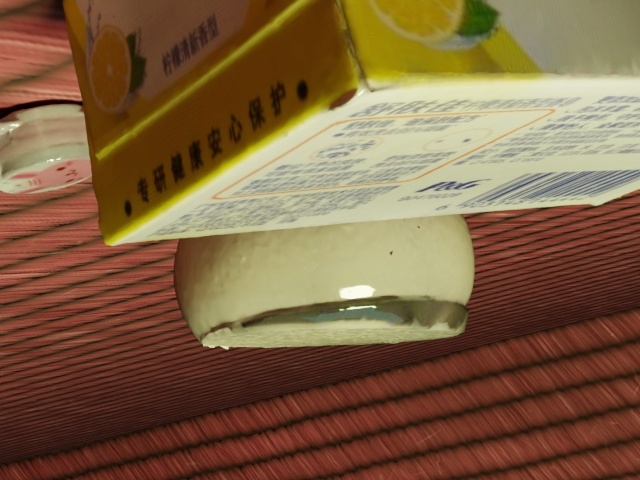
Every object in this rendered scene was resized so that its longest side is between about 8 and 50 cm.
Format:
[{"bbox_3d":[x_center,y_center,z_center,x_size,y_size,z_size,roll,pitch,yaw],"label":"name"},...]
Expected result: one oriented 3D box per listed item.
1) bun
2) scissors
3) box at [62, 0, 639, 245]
[{"bbox_3d":[0.000,0.000,0.726,0.173,0.120,0.173,-4,171,-1],"label":"bun"},{"bbox_3d":[-0.124,-0.043,0.588,0.242,0.030,0.118,-10,168,-27],"label":"scissors"},{"bbox_3d":[0.062,-0.073,0.466,0.265,0.097,0.168,-6,168,-34],"label":"box"}]
